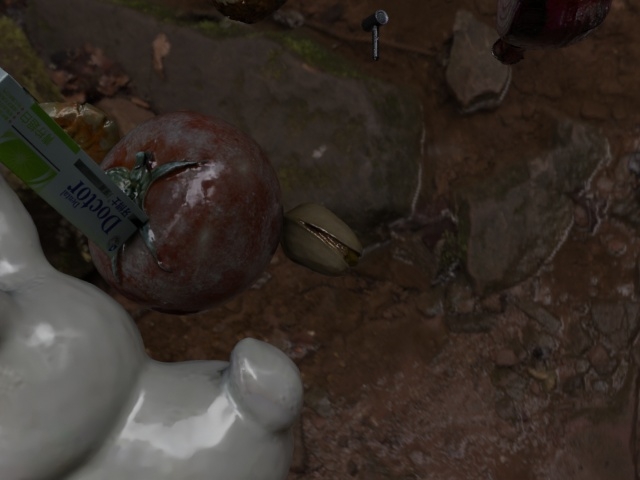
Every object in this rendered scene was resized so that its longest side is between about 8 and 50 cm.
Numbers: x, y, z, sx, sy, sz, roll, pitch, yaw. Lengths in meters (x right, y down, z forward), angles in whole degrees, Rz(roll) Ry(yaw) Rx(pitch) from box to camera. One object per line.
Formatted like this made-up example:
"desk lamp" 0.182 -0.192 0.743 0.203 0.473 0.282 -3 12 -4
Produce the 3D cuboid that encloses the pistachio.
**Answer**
"pistachio" 0.000 0.000 1.397 0.149 0.113 0.113 25 76 23

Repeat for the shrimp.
"shrimp" -0.501 -0.177 1.501 0.295 0.153 0.062 6 26 1

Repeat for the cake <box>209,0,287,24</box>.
"cake" -0.020 -0.310 0.792 0.246 0.112 0.135 -31 36 6

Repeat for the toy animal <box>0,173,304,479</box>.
"toy animal" -0.191 0.109 0.719 0.241 0.368 0.196 -43 19 20

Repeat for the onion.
"onion" 0.296 -0.313 1.122 0.140 0.218 0.195 2 51 -7

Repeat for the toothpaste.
"toothpaste" -0.328 -0.092 1.047 0.067 0.336 0.081 36 79 30

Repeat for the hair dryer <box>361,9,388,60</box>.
"hair dryer" 0.092 -0.341 1.432 0.047 0.026 0.083 -17 73 58

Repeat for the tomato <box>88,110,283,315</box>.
"tomato" -0.211 -0.045 1.316 0.317 0.283 0.316 -14 66 33
